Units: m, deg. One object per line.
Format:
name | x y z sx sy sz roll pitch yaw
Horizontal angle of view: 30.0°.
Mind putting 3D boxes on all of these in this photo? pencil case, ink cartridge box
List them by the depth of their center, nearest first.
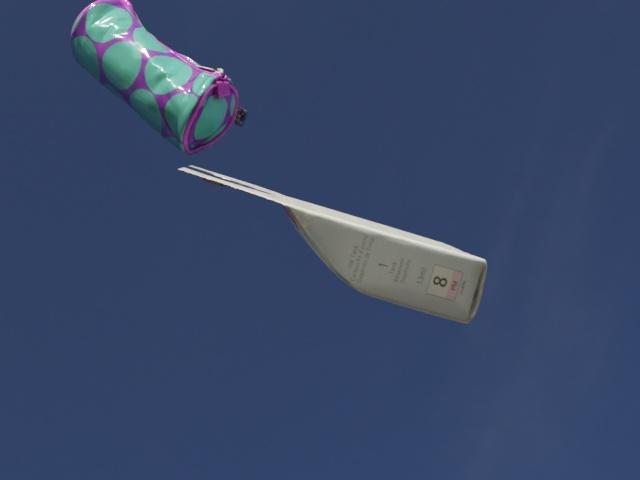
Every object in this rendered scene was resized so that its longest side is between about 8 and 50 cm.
ink cartridge box | 0.000 0.000 0.934 0.232 0.189 0.066 13 -87 -4
pencil case | -0.130 -0.132 0.935 0.151 0.064 0.070 38 -75 27
